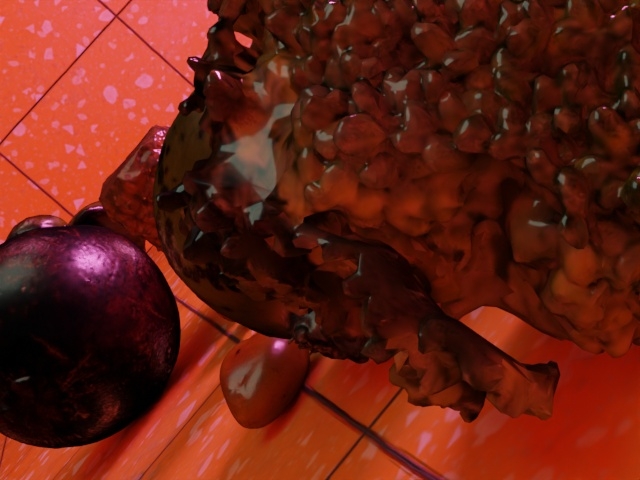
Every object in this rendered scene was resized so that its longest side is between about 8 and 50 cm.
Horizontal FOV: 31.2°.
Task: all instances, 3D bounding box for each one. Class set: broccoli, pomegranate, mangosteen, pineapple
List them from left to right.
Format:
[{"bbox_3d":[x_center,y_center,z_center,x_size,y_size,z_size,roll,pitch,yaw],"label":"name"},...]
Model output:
[{"bbox_3d":[-0.332,0.114,1.523,0.330,0.330,0.330,-46,11,11],"label":"mangosteen"},{"bbox_3d":[-0.114,-0.011,1.235,0.128,0.248,0.128,-44,18,19],"label":"pineapple"},{"bbox_3d":[-0.003,-0.025,0.891,0.254,0.254,0.271,-38,40,42],"label":"pomegranate"},{"bbox_3d":[0.085,-0.070,0.592,0.334,0.272,0.324,-12,22,13],"label":"broccoli"}]

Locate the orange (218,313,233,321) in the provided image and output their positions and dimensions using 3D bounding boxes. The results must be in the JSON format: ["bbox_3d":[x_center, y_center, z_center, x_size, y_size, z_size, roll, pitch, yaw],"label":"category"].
[{"bbox_3d":[-0.097,0.059,1.390,0.083,0.070,0.083,-43,8,8],"label":"orange"}]

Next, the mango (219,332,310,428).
[{"bbox_3d":[-0.049,0.119,1.008,0.080,0.060,0.114,-24,20,29],"label":"mango"}]
